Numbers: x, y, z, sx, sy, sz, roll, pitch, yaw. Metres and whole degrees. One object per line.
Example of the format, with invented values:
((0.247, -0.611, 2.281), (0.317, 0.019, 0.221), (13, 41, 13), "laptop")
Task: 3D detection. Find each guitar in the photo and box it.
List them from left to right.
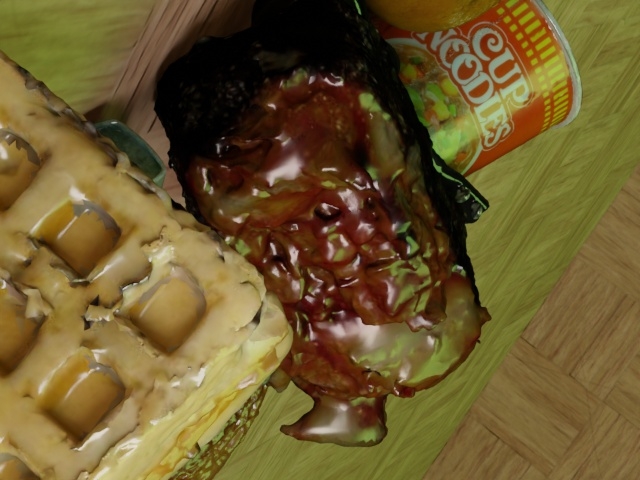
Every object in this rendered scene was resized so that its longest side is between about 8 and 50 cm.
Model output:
((0.048, -0.092, 1.226), (0.084, 0.271, 0.038), (-28, -145, 20), "guitar")

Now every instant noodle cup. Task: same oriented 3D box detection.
((0.072, -0.113, 1.353), (0.212, 0.193, 0.193), (-37, 161, -17), "instant noodle cup")

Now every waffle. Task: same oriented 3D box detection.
((-0.221, 0.097, 0.807), (0.376, 0.261, 0.114), (-48, 169, -10), "waffle")

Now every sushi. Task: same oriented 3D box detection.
((0.000, 0.000, 1.166), (0.182, 0.196, 0.343), (-87, 158, -46), "sushi")

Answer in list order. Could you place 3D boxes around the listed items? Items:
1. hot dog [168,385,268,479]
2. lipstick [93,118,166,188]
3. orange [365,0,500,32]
((-0.131, 0.111, 1.296), (0.227, 0.160, 0.099), (-47, 152, -11), "hot dog")
((-0.164, 0.028, 1.145), (0.077, 0.079, 0.253), (-31, 156, -37), "lipstick")
((0.085, -0.228, 1.208), (0.155, 0.134, 0.154), (-25, 164, -8), "orange")
